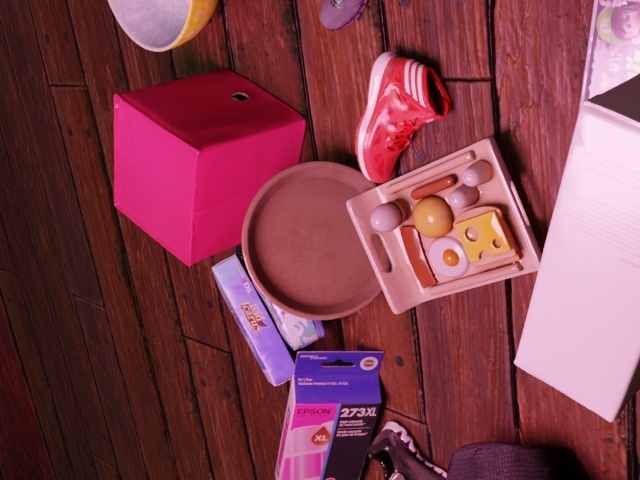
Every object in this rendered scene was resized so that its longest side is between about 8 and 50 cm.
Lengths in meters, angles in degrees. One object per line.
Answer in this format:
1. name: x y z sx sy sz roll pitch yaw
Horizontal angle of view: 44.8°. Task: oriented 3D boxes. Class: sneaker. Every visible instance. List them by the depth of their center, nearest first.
1. sneaker: 0.038 -0.414 1.212 0.083 0.098 0.223 55 139 12
2. sneaker: 0.132 -0.180 1.240 0.128 0.087 0.221 28 129 37
3. sneaker: 0.178 0.462 1.494 0.234 0.106 0.078 45 137 22

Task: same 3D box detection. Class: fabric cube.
1. fabric cube: -0.220 -0.152 1.498 0.254 0.258 0.259 36 132 31

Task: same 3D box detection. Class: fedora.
1. fedora: 0.298 0.418 1.279 0.334 0.334 0.152 -35 49 49

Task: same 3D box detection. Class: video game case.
1. video game case: 0.414 -0.223 0.963 0.173 0.022 0.190 22 124 39
2. video game case: -0.142 0.173 1.643 0.269 0.061 0.244 61 170 4

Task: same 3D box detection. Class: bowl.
1. bowl: -0.269 -0.511 1.448 0.290 0.156 0.289 24 126 38

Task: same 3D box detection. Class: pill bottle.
1. pill bottle: -0.009 -0.019 1.442 0.123 0.123 0.219 -20 93 50

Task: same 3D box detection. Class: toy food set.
1. toy food set: 0.193 -0.013 1.242 0.306 0.092 0.219 -21 93 46

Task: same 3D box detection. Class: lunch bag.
1. lunch bag: -0.064 0.126 1.538 0.176 0.090 0.219 65 172 -1

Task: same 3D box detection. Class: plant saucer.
1. plant saucer: 0.000 0.000 1.360 0.041 0.278 0.277 175 72 -80

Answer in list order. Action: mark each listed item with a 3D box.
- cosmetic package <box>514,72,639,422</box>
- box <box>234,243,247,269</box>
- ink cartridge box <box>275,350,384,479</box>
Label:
1. cosmetic package: 0.385 0.003 0.942 0.156 0.217 0.384 32 133 32
2. box: -0.142 0.016 1.656 0.062 0.052 0.083 39 134 27
3. ink cartridge box: 0.016 0.377 1.576 0.069 0.176 0.370 -106 22 -55
